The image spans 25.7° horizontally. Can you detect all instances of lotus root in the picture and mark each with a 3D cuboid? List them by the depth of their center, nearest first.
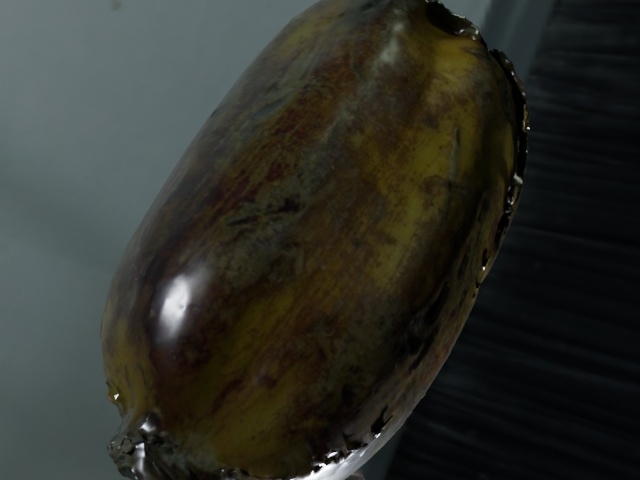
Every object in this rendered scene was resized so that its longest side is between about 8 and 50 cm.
[{"bbox_3d":[0.000,0.000,0.823,0.397,0.196,0.179,-58,172,-32],"label":"lotus root"}]

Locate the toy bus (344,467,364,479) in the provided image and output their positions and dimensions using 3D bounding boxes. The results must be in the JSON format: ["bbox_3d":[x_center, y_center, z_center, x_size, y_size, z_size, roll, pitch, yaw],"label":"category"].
[{"bbox_3d":[-0.011,0.235,0.977,0.072,0.057,0.172,5,96,-8],"label":"toy bus"}]
